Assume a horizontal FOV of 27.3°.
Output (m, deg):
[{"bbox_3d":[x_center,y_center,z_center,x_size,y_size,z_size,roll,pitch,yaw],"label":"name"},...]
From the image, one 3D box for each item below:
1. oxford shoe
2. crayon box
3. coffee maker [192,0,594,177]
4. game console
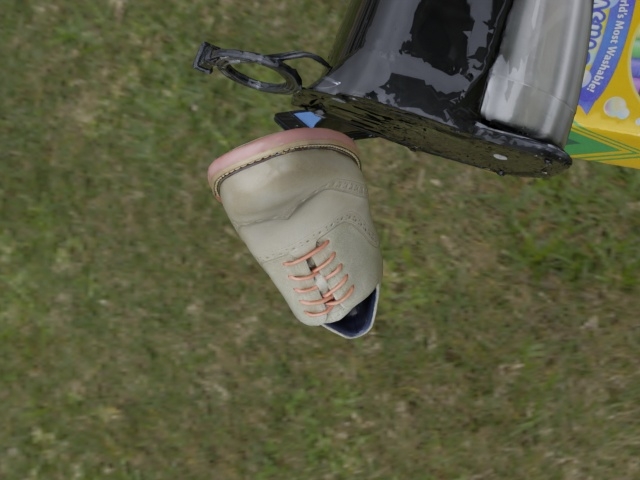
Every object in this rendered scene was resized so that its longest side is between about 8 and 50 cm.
[{"bbox_3d":[0.000,0.000,1.315,0.141,0.397,0.146,-21,71,10],"label":"oxford shoe"},{"bbox_3d":[0.318,-0.181,1.330,0.323,0.083,0.203,13,72,29],"label":"crayon box"},{"bbox_3d":[0.059,-0.135,0.601,0.120,0.171,0.178,10,83,60],"label":"coffee maker"},{"bbox_3d":[0.024,-0.156,1.583,0.107,0.122,0.071,44,131,40],"label":"game console"}]
